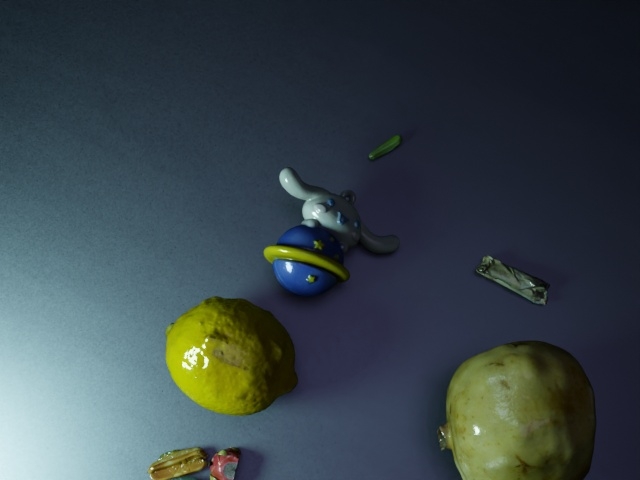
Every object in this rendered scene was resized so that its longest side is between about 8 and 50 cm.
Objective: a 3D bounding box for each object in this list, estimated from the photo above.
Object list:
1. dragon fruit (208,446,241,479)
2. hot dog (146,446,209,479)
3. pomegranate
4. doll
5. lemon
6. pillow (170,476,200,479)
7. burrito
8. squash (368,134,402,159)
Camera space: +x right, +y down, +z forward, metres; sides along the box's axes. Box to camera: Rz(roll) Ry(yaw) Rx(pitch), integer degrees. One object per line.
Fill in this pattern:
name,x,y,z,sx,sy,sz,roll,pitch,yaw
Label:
dragon fruit,-0.201,0.464,1.858,0.060,0.056,0.083,18,78,1
hot dog,-0.296,0.462,1.867,0.133,0.041,0.057,-15,92,-9
pomegranate,0.386,0.352,1.782,0.332,0.332,0.333,1,77,-2
doll,0.017,0.015,1.946,0.310,0.159,0.243,17,62,-22
lemon,-0.180,0.236,1.827,0.288,0.233,0.234,21,77,1
pillow,-0.283,0.598,1.814,0.214,0.086,0.233,-40,79,-17
burrito,0.427,0.086,1.985,0.171,0.042,0.051,25,74,6
squash,0.148,-0.211,2.049,0.089,0.027,0.027,-31,80,-4
